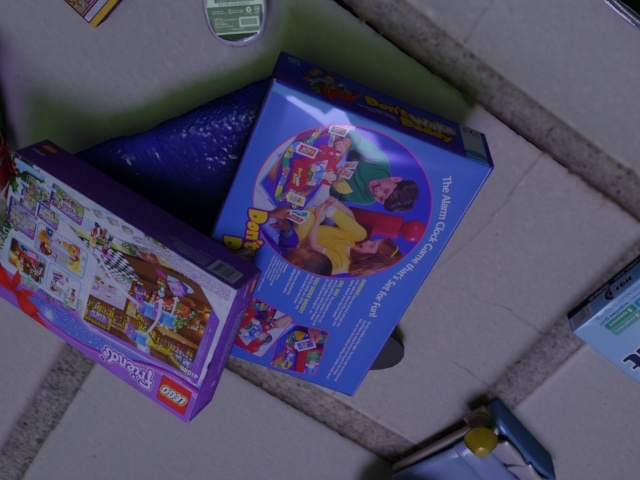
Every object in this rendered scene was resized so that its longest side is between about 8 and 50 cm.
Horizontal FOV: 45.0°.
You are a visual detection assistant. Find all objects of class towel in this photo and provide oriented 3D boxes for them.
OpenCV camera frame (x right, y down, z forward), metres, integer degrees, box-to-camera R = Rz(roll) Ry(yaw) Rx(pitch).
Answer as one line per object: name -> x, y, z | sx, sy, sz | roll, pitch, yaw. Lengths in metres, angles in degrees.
towel -> -0.136, -0.053, 0.923 | 0.308, 0.076, 0.228 | -18, 123, 16

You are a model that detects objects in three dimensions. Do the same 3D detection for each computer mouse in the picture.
computer mouse -> -0.094, -0.298, 0.792 | 0.106, 0.042, 0.193 | -2, 114, 3

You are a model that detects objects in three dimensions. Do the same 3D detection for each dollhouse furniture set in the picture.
dollhouse furniture set -> 0.204, 0.422, 1.074 | 0.286, 0.198, 0.303 | -33, 110, 22

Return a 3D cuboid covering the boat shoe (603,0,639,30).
boat shoe -> 0.249, -0.321, 0.689 | 0.335, 0.119, 0.121 | 42, 116, -16

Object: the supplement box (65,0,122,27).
supplement box -> -0.250, -0.278, 0.819 | 0.055, 0.043, 0.083 | -38, 110, 24

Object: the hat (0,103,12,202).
hat -> -0.390, -0.118, 0.936 | 0.173, 0.183, 0.208 | 33, 95, 31

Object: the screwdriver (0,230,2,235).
screwdriver -> -0.410, -0.013, 0.984 | 0.024, 0.025, 0.170 | -50, 125, -16

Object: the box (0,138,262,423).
box -> -0.225, 0.045, 0.856 | 0.293, 0.057, 0.201 | 31, 122, 12

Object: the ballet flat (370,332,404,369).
ballet flat -> -0.006, 0.103, 1.006 | 0.250, 0.058, 0.084 | 19, 121, -10

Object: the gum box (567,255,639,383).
gum box -> 0.431, 0.106, 0.955 | 0.184, 0.041, 0.157 | 36, 117, -14

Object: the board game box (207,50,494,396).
board game box -> 0.000, 0.000, 0.853 | 0.233, 0.078, 0.347 | 21, 123, -10
